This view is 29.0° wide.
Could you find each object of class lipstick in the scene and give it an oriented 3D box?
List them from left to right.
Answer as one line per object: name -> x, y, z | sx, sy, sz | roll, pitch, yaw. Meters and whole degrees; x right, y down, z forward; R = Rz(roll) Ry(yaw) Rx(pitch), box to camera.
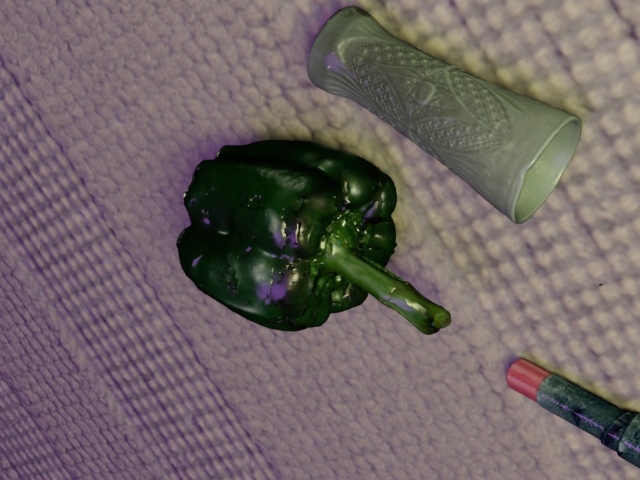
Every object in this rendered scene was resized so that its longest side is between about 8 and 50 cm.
lipstick -> 0.264, 0.170, 1.076 | 0.234, 0.053, 0.053 | 27, 134, 26

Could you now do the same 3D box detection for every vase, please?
vase -> 0.092, -0.109, 0.994 | 0.219, 0.096, 0.096 | 34, 137, 22

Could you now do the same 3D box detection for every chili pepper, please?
chili pepper -> 0.000, 0.000, 1.107 | 0.261, 0.174, 0.165 | 18, 105, 33
